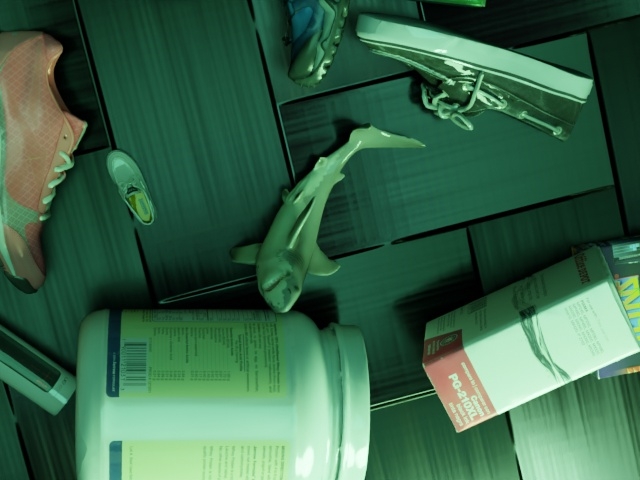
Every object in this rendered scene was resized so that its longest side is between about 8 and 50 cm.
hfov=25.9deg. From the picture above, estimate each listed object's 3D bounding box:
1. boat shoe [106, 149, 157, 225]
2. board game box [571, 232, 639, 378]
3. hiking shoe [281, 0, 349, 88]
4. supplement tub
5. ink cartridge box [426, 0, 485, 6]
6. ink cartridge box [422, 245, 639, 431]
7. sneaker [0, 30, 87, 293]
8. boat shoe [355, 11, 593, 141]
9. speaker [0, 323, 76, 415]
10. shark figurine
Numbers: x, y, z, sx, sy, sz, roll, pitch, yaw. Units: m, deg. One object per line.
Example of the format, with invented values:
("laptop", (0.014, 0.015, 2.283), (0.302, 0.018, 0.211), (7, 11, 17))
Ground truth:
("boat shoe", (-0.226, -0.062, 1.669), (0.035, 0.035, 0.100), (-24, 101, -3))
("board game box", (0.401, 0.078, 1.765), (0.141, 0.048, 0.170), (-11, 100, -6))
("hiking shoe", (-0.026, -0.330, 1.626), (0.132, 0.113, 0.304), (6, 88, -1))
("supplement tub", (-0.117, 0.197, 1.622), (0.324, 0.235, 0.236), (1, 99, -7))
("ink cartridge box", (0.125, -0.386, 1.636), (0.153, 0.087, 0.209), (6, 99, -8))
("ink cartridge box", (0.249, 0.114, 1.662), (0.237, 0.172, 0.100), (-26, 99, 11))
("sneaker", (-0.333, -0.094, 1.611), (0.136, 0.116, 0.314), (-9, 100, -7))
("boat shoe", (0.175, -0.190, 1.664), (0.306, 0.113, 0.105), (13, 103, -25))
("speaker", (-0.359, 0.152, 1.676), (0.136, 0.055, 0.055), (37, 93, -11))
("shark figurine", (0.003, -0.020, 1.684), (0.116, 0.166, 0.278), (40, 71, -26))
